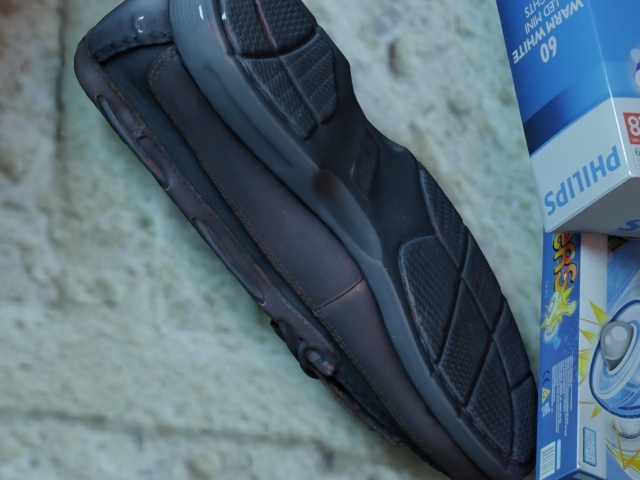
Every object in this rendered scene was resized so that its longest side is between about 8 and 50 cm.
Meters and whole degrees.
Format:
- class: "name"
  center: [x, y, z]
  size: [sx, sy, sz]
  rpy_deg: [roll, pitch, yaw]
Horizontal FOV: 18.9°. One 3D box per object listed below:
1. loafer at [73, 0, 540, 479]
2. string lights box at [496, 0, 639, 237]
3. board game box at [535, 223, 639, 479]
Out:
- class: "loafer"
  center: [0.000, 0.000, 0.903]
  size: [0.302, 0.095, 0.109]
  rpy_deg: [55, 34, -25]
- class: "string lights box"
  center: [0.162, -0.132, 0.995]
  size: [0.133, 0.077, 0.260]
  rpy_deg: [2, 66, -29]
- class: "board game box"
  center: [0.175, 0.055, 0.982]
  size: [0.136, 0.035, 0.201]
  rpy_deg: [23, 52, -24]
